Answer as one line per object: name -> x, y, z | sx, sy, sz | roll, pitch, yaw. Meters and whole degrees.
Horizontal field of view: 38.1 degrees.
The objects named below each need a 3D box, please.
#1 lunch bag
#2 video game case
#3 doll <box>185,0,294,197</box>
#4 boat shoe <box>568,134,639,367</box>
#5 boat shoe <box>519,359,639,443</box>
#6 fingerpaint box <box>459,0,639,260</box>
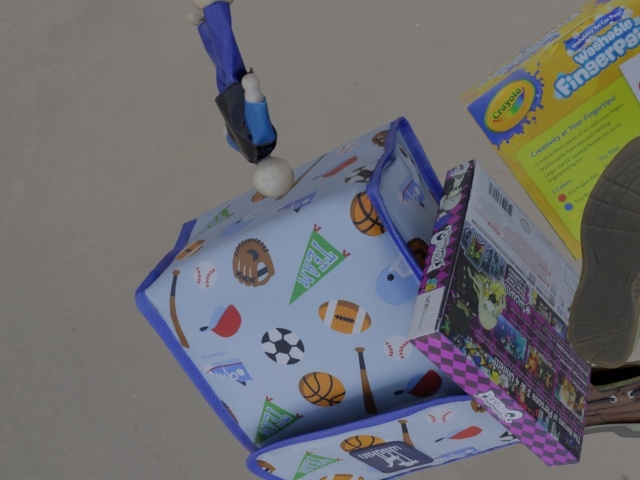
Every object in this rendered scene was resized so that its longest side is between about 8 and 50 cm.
lunch bag -> 0.038, 0.116, 1.058 | 0.328, 0.239, 0.385 | -22, 111, 25
video game case -> 0.186, 0.071, 0.899 | 0.042, 0.210, 0.232 | -22, 128, 40
doll -> -0.071, -0.127, 0.834 | 0.046, 0.129, 0.189 | -18, 86, -18
boat shoe -> 0.186, 0.004, 0.546 | 0.056, 0.048, 0.153 | 22, 124, 31
boat shoe -> 0.363, 0.217, 1.318 | 0.307, 0.110, 0.104 | -7, 107, 10
fingerpaint box -> 0.548, -0.248, 1.730 | 0.445, 0.163, 0.371 | -37, 100, 13
